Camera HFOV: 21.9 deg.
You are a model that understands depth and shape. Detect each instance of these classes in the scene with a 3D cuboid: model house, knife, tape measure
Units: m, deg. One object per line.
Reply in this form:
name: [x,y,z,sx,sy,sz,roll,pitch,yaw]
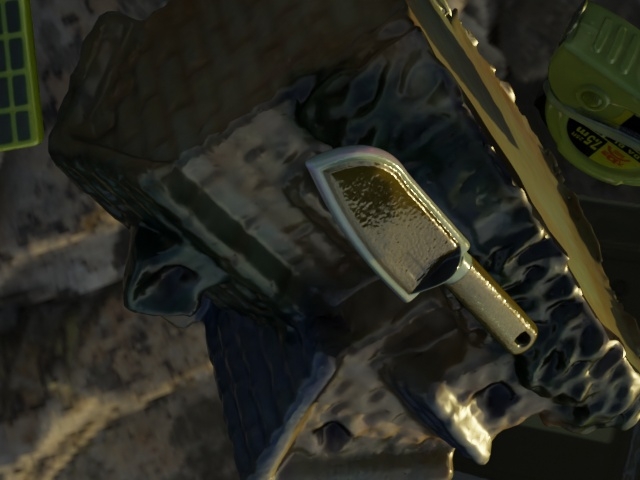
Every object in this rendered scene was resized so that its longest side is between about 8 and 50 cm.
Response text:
model house: [0.000,0.000,1.429,0.400,0.395,0.445,-28,134,14]
knife: [0.075,0.018,1.119,0.061,0.027,0.343,-44,144,1]
tape measure: [0.273,-0.118,1.476,0.177,0.087,0.154,32,146,-2]

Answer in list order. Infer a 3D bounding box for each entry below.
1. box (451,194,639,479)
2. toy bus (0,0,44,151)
box: [0.236,0.141,1.788,0.111,0.396,0.396,37,65,-58]
toy bus: [-0.282,-0.193,1.193,0.150,0.128,0.262,-11,113,-23]
